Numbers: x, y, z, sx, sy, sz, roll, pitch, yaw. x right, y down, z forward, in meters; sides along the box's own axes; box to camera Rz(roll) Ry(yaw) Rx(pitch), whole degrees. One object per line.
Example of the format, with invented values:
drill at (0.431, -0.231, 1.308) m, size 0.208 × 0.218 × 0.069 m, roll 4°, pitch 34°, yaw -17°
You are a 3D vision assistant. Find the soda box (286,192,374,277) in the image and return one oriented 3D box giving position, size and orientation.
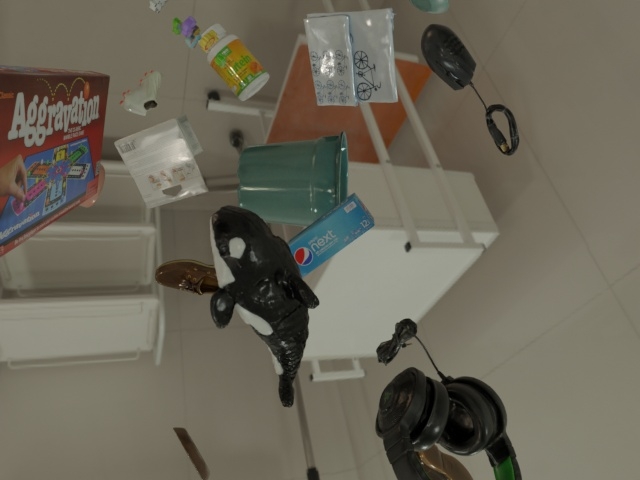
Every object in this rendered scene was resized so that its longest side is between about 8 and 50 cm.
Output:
soda box at (0.000, 0.000, 0.996) m, size 0.210 × 0.071 × 0.067 m, roll -36°, pitch 99°, yaw 12°

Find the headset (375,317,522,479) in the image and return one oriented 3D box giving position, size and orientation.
headset at (0.193, 0.315, 0.926) m, size 0.243 × 0.394 × 0.185 m, roll 15°, pitch 130°, yaw -27°

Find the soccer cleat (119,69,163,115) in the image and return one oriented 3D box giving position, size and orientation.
soccer cleat at (-0.459, -0.389, 1.391) m, size 0.076 × 0.196 × 0.068 m, roll 30°, pitch 130°, yaw -11°

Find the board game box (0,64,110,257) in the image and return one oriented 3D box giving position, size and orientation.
board game box at (-0.257, -0.087, 0.492) m, size 0.027 × 0.281 × 0.145 m, roll 10°, pitch 106°, yaw -9°

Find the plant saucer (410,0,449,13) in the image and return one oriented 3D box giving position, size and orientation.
plant saucer at (0.336, -0.813, 1.732) m, size 0.037 × 0.195 × 0.195 m, roll -53°, pitch 140°, yaw 0°

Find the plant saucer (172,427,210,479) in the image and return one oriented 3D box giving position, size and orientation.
plant saucer at (-0.335, 0.558, 1.369) m, size 0.029 × 0.168 × 0.168 m, roll -29°, pitch 154°, yaw -24°

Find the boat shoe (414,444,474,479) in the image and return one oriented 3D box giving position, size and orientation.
boat shoe at (0.241, 0.477, 1.076) m, size 0.073 × 0.073 × 0.207 m, roll -36°, pitch 113°, yaw 26°

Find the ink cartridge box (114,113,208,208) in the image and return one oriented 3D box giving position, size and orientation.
ink cartridge box at (-0.536, -0.267, 1.806) m, size 0.296 × 0.066 × 0.261 m, roll -11°, pitch 112°, yaw 28°

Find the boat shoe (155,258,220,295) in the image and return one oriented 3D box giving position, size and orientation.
boat shoe at (-0.266, 0.083, 1.122) m, size 0.178 × 0.060 × 0.064 m, roll 5°, pitch 119°, yaw -11°

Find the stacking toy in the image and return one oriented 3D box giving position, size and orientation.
stacking toy at (-0.325, -0.515, 1.307) m, size 0.052 × 0.167 × 0.221 m, roll -51°, pitch -177°, yaw -2°

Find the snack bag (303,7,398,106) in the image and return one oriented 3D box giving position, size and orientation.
snack bag at (0.109, -0.624, 1.814) m, size 0.342 × 0.037 × 0.323 m, roll 11°, pitch 125°, yaw 31°

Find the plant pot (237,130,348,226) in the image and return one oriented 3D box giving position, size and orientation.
plant pot at (-0.085, -0.187, 1.734) m, size 0.334 × 0.341 × 0.341 m, roll 1°, pitch 148°, yaw 7°

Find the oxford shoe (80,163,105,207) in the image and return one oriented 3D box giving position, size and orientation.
oxford shoe at (-0.668, -0.182, 1.277) m, size 0.397 × 0.141 × 0.146 m, roll 13°, pitch 175°, yaw 45°

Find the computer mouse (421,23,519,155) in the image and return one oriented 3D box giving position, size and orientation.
computer mouse at (0.231, -0.232, 0.819) m, size 0.041 × 0.242 × 0.071 m, roll -35°, pitch 179°, yaw -27°

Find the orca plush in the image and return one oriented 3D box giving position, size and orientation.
orca plush at (-0.053, 0.090, 0.674) m, size 0.102 × 0.287 × 0.151 m, roll 6°, pitch -160°, yaw 39°

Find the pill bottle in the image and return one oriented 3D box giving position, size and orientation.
pill bottle at (-0.305, -0.622, 1.815) m, size 0.136 × 0.136 × 0.246 m, roll -36°, pitch 99°, yaw 31°
